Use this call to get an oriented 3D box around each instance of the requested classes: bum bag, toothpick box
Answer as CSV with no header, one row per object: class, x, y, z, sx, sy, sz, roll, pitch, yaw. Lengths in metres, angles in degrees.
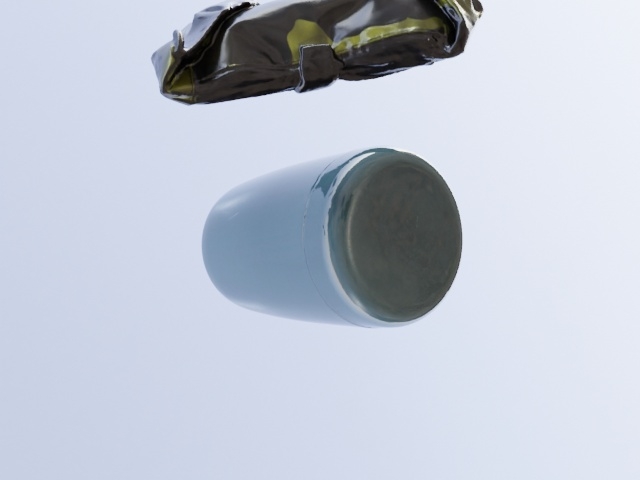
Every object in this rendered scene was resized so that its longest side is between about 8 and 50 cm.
bum bag,-0.002,-0.143,0.814,0.106,0.233,0.060,-105,7,-49
toothpick box,0.000,0.000,0.827,0.120,0.184,0.120,2,-93,-37
